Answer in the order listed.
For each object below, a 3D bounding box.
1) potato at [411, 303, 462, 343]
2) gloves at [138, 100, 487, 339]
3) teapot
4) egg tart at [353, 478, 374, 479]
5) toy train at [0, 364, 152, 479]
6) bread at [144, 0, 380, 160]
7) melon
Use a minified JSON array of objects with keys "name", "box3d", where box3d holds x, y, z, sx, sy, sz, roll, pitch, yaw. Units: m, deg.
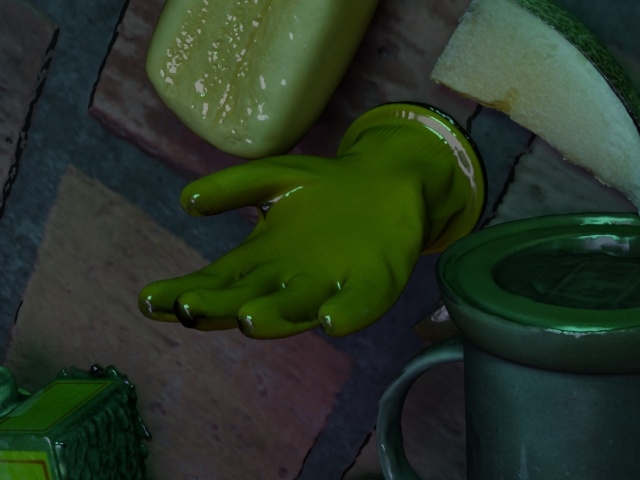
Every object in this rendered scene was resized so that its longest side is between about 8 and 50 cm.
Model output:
[{"name":"potato","box3d":[0.104,0.056,1.078,0.093,0.036,0.037,-40,83,33]},{"name":"gloves","box3d":[0.001,0.000,0.960,0.133,0.294,0.116,-2,108,30]},{"name":"teapot","box3d":[0.159,0.165,0.998,0.270,0.200,0.337,8,114,30]},{"name":"egg tart","box3d":[0.051,0.290,1.167,0.213,0.090,0.212,11,112,30]},{"name":"toy train","box3d":[-0.245,0.239,1.270,0.188,0.159,0.271,-1,107,23]},{"name":"bread","box3d":[-0.031,-0.166,1.034,0.147,0.098,0.217,42,124,18]},{"name":"melon","box3d":[0.165,-0.097,0.981,0.182,0.054,0.098,35,126,13]}]
